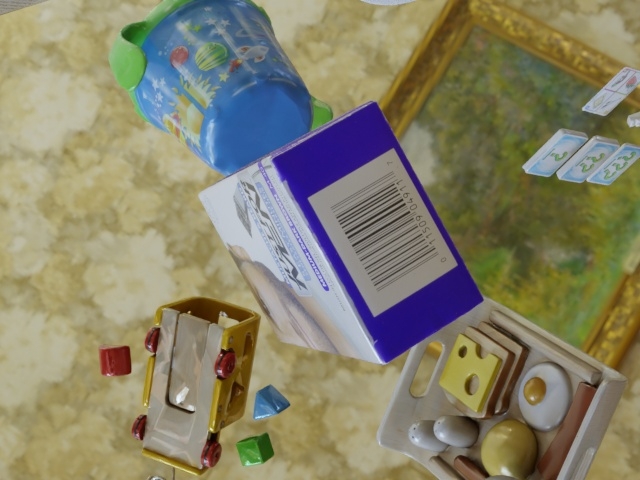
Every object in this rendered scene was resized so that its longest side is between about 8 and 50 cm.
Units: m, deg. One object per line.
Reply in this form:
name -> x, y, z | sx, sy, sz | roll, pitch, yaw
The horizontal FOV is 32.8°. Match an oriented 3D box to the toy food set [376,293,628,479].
toy food set -> 0.179, 0.191, 1.178 | 0.092, 0.306, 0.219 | 16, -81, -31

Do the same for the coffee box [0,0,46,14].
coffee box -> -0.189, -0.247, 0.691 | 0.119, 0.297, 0.168 | -18, -82, -65

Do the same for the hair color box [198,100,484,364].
hair color box -> 0.000, 0.000, 0.984 | 0.110, 0.185, 0.339 | -30, 5, -13

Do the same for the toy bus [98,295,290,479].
toy bus -> -0.125, 0.159, 1.152 | 0.202, 0.191, 0.104 | -33, -7, 26

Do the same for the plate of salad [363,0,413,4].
plate of salad -> 0.108, -0.363, 1.302 | 0.200, 0.048, 0.200 | -15, -32, -10

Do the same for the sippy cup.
sippy cup -> -0.127, -0.205, 1.517 | 0.305, 0.224, 0.240 | -21, -47, -19

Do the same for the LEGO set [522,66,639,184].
LEGO set -> 0.394, -0.141, 1.339 | 0.182, 0.060, 0.244 | 6, -41, -39
